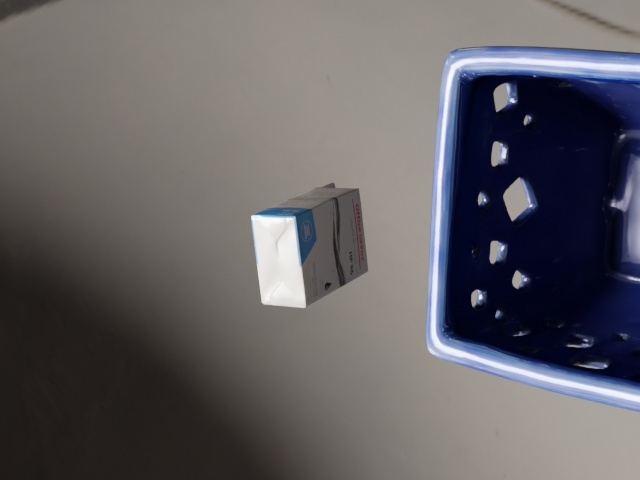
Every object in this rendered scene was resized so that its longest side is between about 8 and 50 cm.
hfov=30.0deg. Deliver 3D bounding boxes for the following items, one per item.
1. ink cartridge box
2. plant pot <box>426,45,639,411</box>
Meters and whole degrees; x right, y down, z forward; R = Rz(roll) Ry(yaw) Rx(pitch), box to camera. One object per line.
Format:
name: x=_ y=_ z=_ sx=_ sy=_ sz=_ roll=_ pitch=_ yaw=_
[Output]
ink cartridge box: x=0.000 y=0.000 z=0.630 sx=0.028 sy=0.083 sz=0.048 roll=2 pitch=106 yaw=31
plant pot: x=0.234 y=-0.017 z=0.877 sx=0.236 sy=0.212 sz=0.236 roll=10 pitch=100 yaw=41
